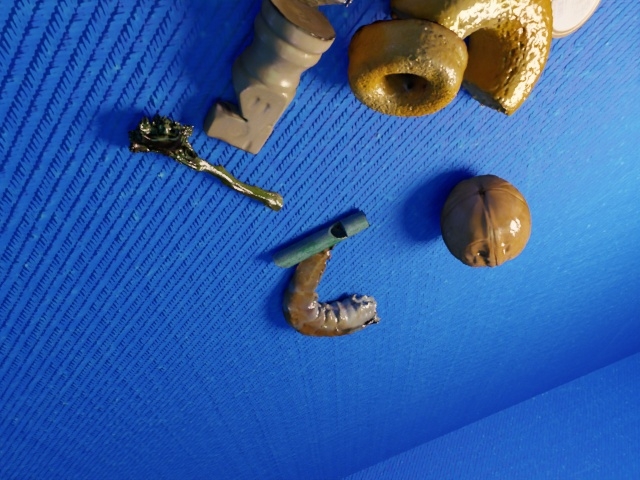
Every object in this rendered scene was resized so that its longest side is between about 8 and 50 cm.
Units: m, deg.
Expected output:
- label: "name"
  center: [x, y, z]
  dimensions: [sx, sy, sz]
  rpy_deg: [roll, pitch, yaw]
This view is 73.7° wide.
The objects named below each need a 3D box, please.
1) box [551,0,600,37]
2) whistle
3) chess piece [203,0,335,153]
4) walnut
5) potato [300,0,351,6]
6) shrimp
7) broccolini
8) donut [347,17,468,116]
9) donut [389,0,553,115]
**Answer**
- label: "box"
  center: [0.348, -0.345, 0.605]
  dimensions: [0.106, 0.037, 0.105]
  rpy_deg: [-15, 139, -13]
- label: "whistle"
  center: [0.000, 0.000, 0.781]
  dimensions: [0.186, 0.039, 0.039]
  rpy_deg: [-26, 140, 0]
- label: "chess piece"
  center: [-0.070, -0.190, 0.522]
  dimensions: [0.090, 0.090, 0.200]
  rpy_deg: [9, 139, -34]
- label: "walnut"
  center: [0.317, -0.032, 0.825]
  dimensions: [0.165, 0.165, 0.197]
  rpy_deg: [-28, 147, 1]
- label: "potato"
  center: [0.010, -0.300, 0.422]
  dimensions: [0.061, 0.086, 0.122]
  rpy_deg: [15, 102, -47]
- label: "shrimp"
  center: [0.006, 0.126, 0.911]
  dimensions: [0.185, 0.068, 0.287]
  rpy_deg: [-33, 129, 1]
- label: "broccolini"
  center: [-0.146, -0.106, 0.605]
  dimensions: [0.254, 0.071, 0.057]
  rpy_deg: [21, 87, -49]
- label: "donut"
  center: [0.104, -0.208, 0.536]
  dimensions: [0.152, 0.058, 0.152]
  rpy_deg: [11, 166, 3]
- label: "donut"
  center: [0.225, -0.288, 0.564]
  dimensions: [0.259, 0.101, 0.152]
  rpy_deg: [23, 114, -37]
